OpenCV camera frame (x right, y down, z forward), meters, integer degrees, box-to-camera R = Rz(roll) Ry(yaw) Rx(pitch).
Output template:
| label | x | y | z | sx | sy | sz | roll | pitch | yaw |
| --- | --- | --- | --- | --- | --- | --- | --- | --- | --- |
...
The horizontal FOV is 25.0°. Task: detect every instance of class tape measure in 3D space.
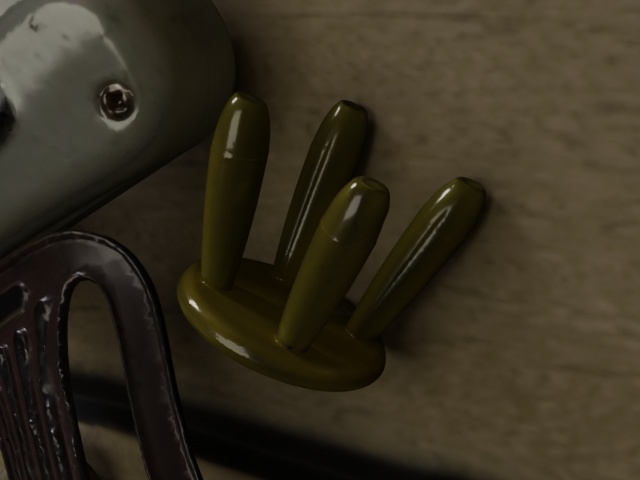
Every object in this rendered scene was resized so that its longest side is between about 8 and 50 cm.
| label | x | y | z | sx | sy | sz | roll | pitch | yaw |
| --- | --- | --- | --- | --- | --- | --- | --- | --- | --- |
| tape measure | -0.197 | -0.095 | 0.790 | 0.258 | 0.130 | 0.265 | -31 | 93 | 25 |

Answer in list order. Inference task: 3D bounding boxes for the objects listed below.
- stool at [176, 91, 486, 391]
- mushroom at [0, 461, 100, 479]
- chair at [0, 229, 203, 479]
| label | x | y | z | sx | sy | sz | roll | pitch | yaw |
| --- | --- | --- | --- | --- | --- | --- | --- | --- | --- |
| stool | 0.000 | 0.000 | 0.699 | 0.135 | 0.134 | 0.111 | -98 | 29 | -68 |
| mushroom | -0.197 | 0.199 | 0.923 | 0.059 | 0.054 | 0.202 | 53 | 129 | 30 |
| chair | -0.077 | 0.173 | 0.741 | 0.175 | 0.183 | 0.327 | -36 | 54 | 34 |
